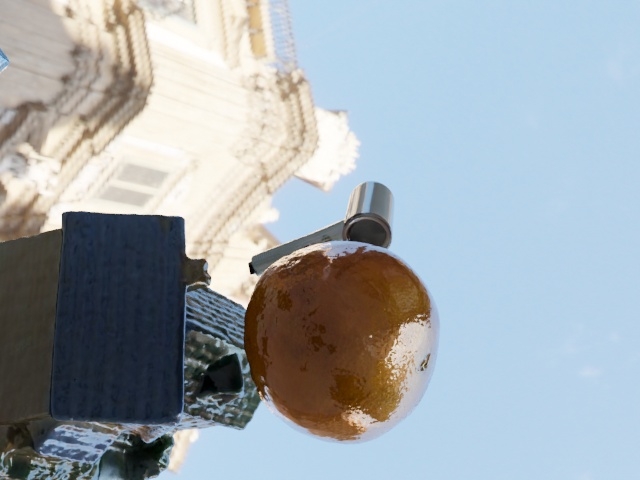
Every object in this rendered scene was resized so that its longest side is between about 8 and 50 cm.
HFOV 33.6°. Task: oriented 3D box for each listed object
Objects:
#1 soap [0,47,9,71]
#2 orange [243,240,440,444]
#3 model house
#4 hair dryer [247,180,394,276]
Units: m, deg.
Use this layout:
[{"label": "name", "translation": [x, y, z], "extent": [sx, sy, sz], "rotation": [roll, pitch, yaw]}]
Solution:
[{"label": "soap", "translation": [-0.496, -0.262, 1.256], "extent": [0.077, 0.293, 0.156], "rotation": [20, -119, 39]}, {"label": "orange", "translation": [0.031, 0.128, 1.351], "extent": [0.261, 0.261, 0.261], "rotation": [-3, -97, 29]}, {"label": "model house", "translation": [-0.257, 0.176, 1.517], "extent": [0.342, 0.382, 0.335], "rotation": [-14, -114, 28]}, {"label": "hair dryer", "translation": [0.000, 0.000, 1.568], "extent": [0.236, 0.131, 0.073], "rotation": [-25, -69, 17]}]
